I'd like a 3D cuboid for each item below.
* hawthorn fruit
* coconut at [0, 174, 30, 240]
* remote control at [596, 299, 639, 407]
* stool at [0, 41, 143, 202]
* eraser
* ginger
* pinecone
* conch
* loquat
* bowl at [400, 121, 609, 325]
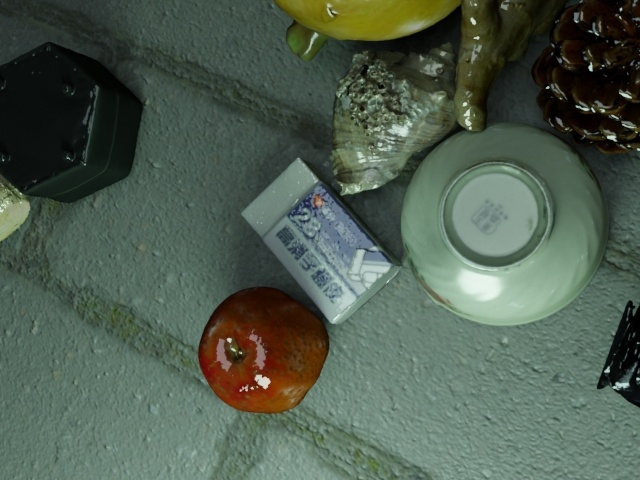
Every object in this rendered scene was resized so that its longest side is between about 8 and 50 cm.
[{"bbox_3d":[-0.078,0.147,1.054,0.189,0.189,0.189,-1,87,17],"label":"hawthorn fruit"},{"bbox_3d":[-0.537,-0.069,1.239,0.122,0.116,0.116,38,98,10],"label":"coconut"},{"bbox_3d":[0.512,0.166,0.852,0.398,0.062,0.145,16,101,-5],"label":"remote control"},{"bbox_3d":[-0.397,-0.177,1.186,0.232,0.141,0.232,-1,86,17],"label":"stool"},{"bbox_3d":[0.000,0.000,1.094,0.124,0.068,0.210,-43,75,11],"label":"eraser"},{"bbox_3d":[0.248,-0.304,0.969,0.333,0.166,0.080,-48,41,-13],"label":"ginger"},{"bbox_3d":[0.366,-0.215,0.921,0.221,0.221,0.222,-1,87,17],"label":"pinecone"},{"bbox_3d":[0.086,-0.170,1.046,0.162,0.178,0.245,29,104,-22],"label":"conch"},{"bbox_3d":[0.041,-0.386,0.976,0.328,0.328,0.360,39,122,15],"label":"loquat"},{"bbox_3d":[0.227,-0.025,0.988,0.276,0.145,0.277,-1,86,15],"label":"bowl"}]
